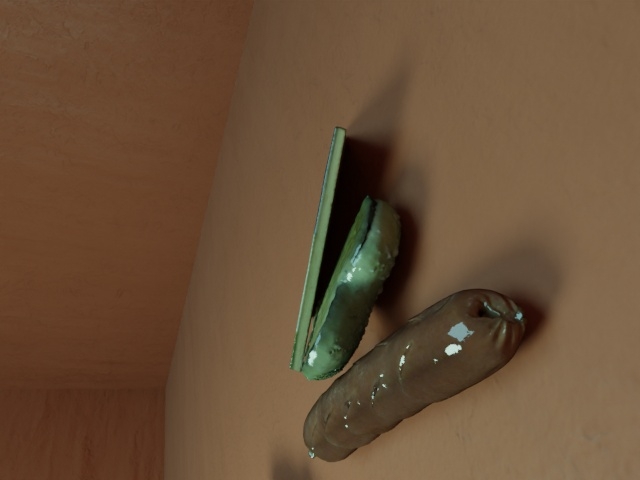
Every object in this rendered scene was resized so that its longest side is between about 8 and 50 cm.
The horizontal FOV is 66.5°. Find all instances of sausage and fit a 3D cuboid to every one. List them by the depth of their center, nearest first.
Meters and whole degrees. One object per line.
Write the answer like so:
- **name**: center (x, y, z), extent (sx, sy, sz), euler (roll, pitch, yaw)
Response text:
- **sausage**: center (0.065, 0.167, 0.537), extent (0.433, 0.088, 0.087), euler (124, 146, -48)

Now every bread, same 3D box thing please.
- **bread**: center (0.038, 0.064, 0.609), extent (0.172, 0.064, 0.232), euler (124, 170, -80)

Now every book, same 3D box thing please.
- **book**: center (0.000, 0.000, 0.722), extent (0.228, 0.018, 0.322), euler (-75, -4, -81)
